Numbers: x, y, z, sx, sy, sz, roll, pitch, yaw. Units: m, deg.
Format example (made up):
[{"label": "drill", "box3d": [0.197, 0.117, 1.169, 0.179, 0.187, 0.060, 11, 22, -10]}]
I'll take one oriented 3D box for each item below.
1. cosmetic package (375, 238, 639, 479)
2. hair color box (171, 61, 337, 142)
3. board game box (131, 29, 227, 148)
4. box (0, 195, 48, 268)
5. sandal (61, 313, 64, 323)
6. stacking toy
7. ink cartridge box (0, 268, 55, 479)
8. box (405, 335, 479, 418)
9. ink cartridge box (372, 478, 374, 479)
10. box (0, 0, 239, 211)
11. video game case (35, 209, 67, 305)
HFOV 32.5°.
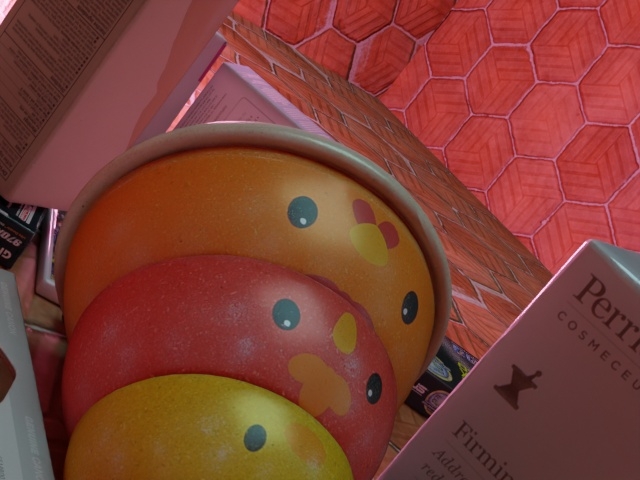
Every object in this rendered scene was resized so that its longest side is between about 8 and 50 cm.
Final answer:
[{"label": "cosmetic package", "box3d": [0.303, 0.255, 1.123, 0.329, 0.393, 0.327, 45, 16, 24]}, {"label": "hair color box", "box3d": [-0.050, -0.087, 1.706, 0.374, 0.185, 0.113, 42, 14, 10]}, {"label": "board game box", "box3d": [-0.287, -0.309, 1.723, 0.097, 0.224, 0.303, 25, 21, -41]}, {"label": "box", "box3d": [-0.369, -0.075, 1.164, 0.175, 0.051, 0.220, 35, 15, -16]}, {"label": "sandal", "box3d": [-0.140, 0.087, 1.114, 0.240, 0.088, 0.079, 26, 47, -21]}, {"label": "stacking toy", "box3d": [-0.072, 0.167, 0.816, 0.350, 0.350, 0.480, 33, 33, -20]}, {"label": "ink cartridge box", "box3d": [-0.329, 0.079, 0.770, 0.261, 0.066, 0.296, 29, 18, -35]}, {"label": "box", "box3d": [0.202, 0.220, 1.644, 0.270, 0.060, 0.216, 36, 14, -11]}, {"label": "ink cartridge box", "box3d": [0.008, 0.252, 1.022, 0.052, 0.088, 0.122, 33, 16, -16]}, {"label": "box", "box3d": [-0.233, -0.192, 1.118, 0.148, 0.311, 0.121, 47, 16, 24]}, {"label": "video game case", "box3d": [-0.229, 0.045, 1.204, 0.173, 0.022, 0.190, 33, 16, -24]}]
